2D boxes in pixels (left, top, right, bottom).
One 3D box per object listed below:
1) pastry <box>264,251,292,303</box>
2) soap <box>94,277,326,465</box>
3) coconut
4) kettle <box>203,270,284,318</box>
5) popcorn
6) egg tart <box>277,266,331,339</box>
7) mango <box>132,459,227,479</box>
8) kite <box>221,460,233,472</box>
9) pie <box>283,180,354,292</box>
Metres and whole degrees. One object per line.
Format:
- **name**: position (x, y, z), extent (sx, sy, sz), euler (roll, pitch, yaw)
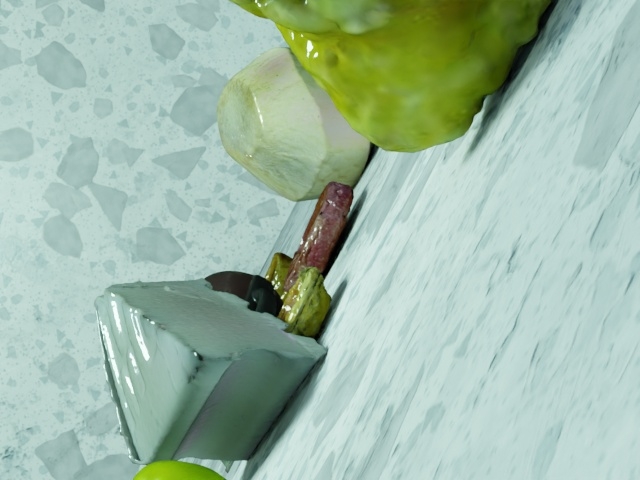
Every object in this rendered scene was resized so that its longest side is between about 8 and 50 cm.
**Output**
- **pastry**: position (-0.068, 0.071, 2.240), extent (0.109, 0.057, 0.097), euler (-64, 3, -36)
- **soap**: position (-0.135, 0.094, 1.558), extent (0.302, 0.159, 0.257), euler (-55, 43, 48)
- **coconut**: position (-0.024, -0.180, 2.169), extent (0.259, 0.259, 0.259), euler (-62, 4, 8)
- **kettle**: position (-0.121, 0.156, 1.927), extent (0.202, 0.144, 0.232), euler (-41, 21, 32)
- **popcorn**: position (0.070, -0.276, 1.197), extent (0.334, 0.292, 0.293), euler (-62, 3, -25)
- **egg tart**: position (-0.024, 0.092, 1.608), extent (0.130, 0.052, 0.130), euler (-61, 5, 9)
- **mango**: position (-0.144, 0.277, 1.448), extent (0.163, 0.117, 0.089), euler (129, 156, -77)
- **kite**: position (-0.145, 0.178, 1.728), extent (0.012, 0.250, 0.229), euler (-28, 69, 43)
- **pie**: position (0.000, 0.000, 1.922), extent (0.182, 0.050, 0.182), euler (-157, 90, -87)
